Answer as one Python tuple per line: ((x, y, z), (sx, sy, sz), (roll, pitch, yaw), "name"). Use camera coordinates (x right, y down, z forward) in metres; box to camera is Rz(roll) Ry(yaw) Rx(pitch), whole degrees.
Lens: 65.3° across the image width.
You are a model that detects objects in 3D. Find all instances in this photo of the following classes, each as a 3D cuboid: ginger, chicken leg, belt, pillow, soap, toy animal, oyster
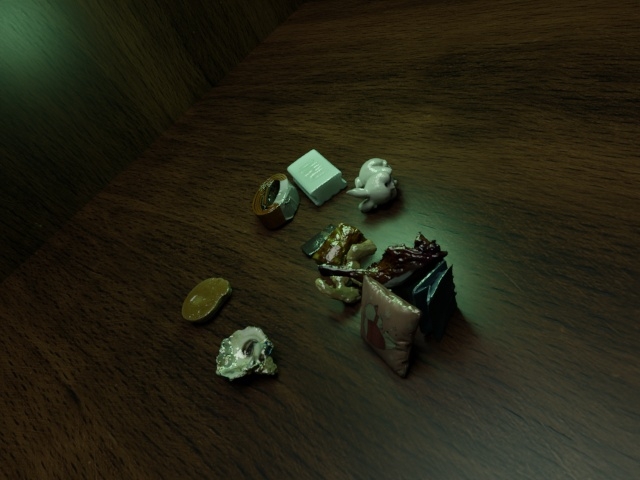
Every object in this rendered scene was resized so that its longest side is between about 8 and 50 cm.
((0.114, 0.109, 1.661), (0.149, 0.065, 0.258), (42, 68, 14), "ginger")
((0.177, 0.085, 1.443), (0.406, 0.158, 0.096), (-12, 38, 35), "chicken leg")
((-0.189, -0.171, 2.135), (0.183, 0.105, 0.262), (-20, 38, 19), "belt")
((0.185, 0.236, 1.399), (0.084, 0.236, 0.223), (-15, 36, -31), "pillow")
((-0.019, -0.273, 2.137), (0.159, 0.088, 0.265), (-35, 39, -4), "soap")
((0.201, -0.213, 1.901), (0.178, 0.127, 0.193), (-15, 44, 24), "toy animal")
((-0.243, 0.373, 1.632), (0.214, 0.083, 0.223), (-18, 36, 12), "oyster")

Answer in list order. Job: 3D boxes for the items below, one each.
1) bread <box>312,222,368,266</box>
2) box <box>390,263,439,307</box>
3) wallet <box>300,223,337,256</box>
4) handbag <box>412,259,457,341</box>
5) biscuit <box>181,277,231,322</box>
((0.067, 0.029, 1.759), (0.132, 0.103, 0.172), (22, 68, 46), "bread")
((0.292, 0.112, 1.535), (0.172, 0.093, 0.124), (-46, 41, -15), "box")
((0.000, 0.000, 1.901), (0.156, 0.018, 0.082), (-36, 40, -6), "wallet")
((0.320, 0.164, 1.361), (0.057, 0.221, 0.144), (25, 64, 36), "handbag")
((-0.440, 0.234, 1.927), (0.180, 0.049, 0.208), (11, 56, 40), "biscuit")
